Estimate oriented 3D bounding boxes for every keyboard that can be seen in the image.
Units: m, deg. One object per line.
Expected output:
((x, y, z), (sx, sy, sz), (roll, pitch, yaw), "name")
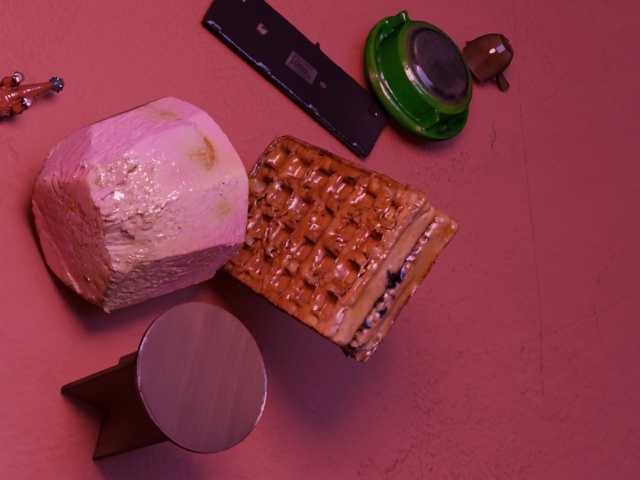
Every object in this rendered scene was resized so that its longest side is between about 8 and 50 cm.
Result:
((-0.032, -0.248, 2.037), (0.317, 0.027, 0.106), (39, 59, -20), "keyboard")

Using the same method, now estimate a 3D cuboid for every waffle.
((-0.001, -0.001, 1.766), (0.091, 0.308, 0.213), (39, 83, -41), "waffle")

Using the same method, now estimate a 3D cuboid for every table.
((-0.193, 0.176, 1.640), (0.167, 0.226, 0.167), (12, 69, -34), "table")

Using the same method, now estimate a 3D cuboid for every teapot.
((0.275, -0.286, 2.259), (0.110, 0.080, 0.085), (35, 34, -39), "teapot")

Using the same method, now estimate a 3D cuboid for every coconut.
((-0.200, -0.048, 1.717), (0.245, 0.233, 0.233), (-24, 90, -37), "coconut")

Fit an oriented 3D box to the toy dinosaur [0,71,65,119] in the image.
((-0.379, -0.173, 1.728), (0.154, 0.055, 0.049), (-21, 85, -32), "toy dinosaur")

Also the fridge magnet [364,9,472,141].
((0.152, -0.247, 2.130), (0.208, 0.088, 0.208), (24, 51, -34), "fridge magnet")
